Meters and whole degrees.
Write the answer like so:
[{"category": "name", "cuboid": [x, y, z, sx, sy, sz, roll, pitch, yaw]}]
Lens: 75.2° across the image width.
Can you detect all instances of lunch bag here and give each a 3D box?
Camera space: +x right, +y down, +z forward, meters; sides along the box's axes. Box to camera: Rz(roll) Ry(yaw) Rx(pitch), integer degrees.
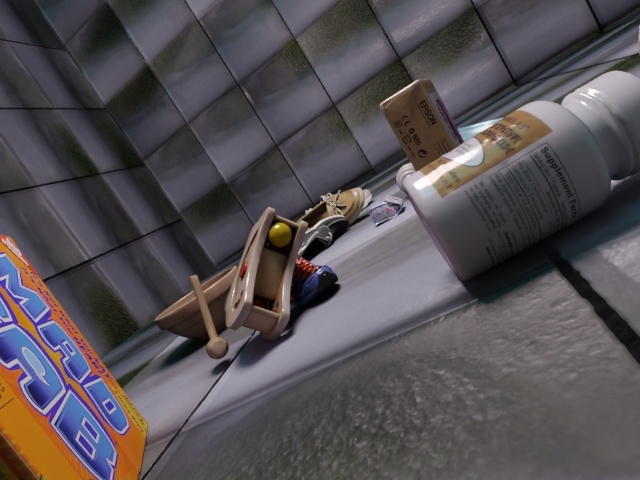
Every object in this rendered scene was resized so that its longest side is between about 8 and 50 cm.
[{"category": "lunch bag", "cuboid": [0.168, -0.083, 1.046, 0.083, 0.053, 0.071, -20, 13, 19]}]

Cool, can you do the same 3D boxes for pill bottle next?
[{"category": "pill bottle", "cuboid": [0.216, -0.067, 0.436, 0.229, 0.131, 0.131, -31, 8, 10]}]

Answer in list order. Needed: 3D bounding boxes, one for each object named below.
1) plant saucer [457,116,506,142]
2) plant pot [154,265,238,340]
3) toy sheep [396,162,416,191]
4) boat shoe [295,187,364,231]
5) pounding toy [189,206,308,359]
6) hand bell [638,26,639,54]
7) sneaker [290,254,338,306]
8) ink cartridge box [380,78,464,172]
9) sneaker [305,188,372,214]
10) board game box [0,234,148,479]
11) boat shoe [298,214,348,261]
[{"category": "plant saucer", "cuboid": [0.374, -0.250, 1.038, 0.317, 0.044, 0.318, -17, 15, 4]}, {"category": "plant pot", "cuboid": [-0.283, 0.172, 1.046, 0.237, 0.110, 0.237, -32, 8, 5]}, {"category": "toy sheep", "cuboid": [0.251, -0.169, 1.136, 0.091, 0.091, 0.132, -30, 13, 20]}, {"category": "boat shoe", "cuboid": [0.026, -0.080, 1.329, 0.089, 0.105, 0.285, 13, -36, -37]}, {"category": "pounding toy", "cuboid": [-0.130, 0.070, 0.693, 0.154, 0.154, 0.270, -15, 55, 67]}, {"category": "hand bell", "cuboid": [0.643, -0.335, 0.618, 0.126, 0.126, 0.242, -36, 21, -25]}, {"category": "sneaker", "cuboid": [-0.042, 0.069, 0.796, 0.083, 0.087, 0.221, -37, 8, -24]}, {"category": "ink cartridge box", "cuboid": [0.226, -0.196, 0.826, 0.088, 0.235, 0.193, -28, 9, 28]}, {"category": "sneaker", "cuboid": [0.065, -0.127, 1.489, 0.262, 0.121, 0.099, -35, 8, -14]}, {"category": "board game box", "cuboid": [-0.443, 0.225, 0.414, 0.356, 0.357, 0.356, -35, 8, -19]}, {"category": "boat shoe", "cuboid": [0.000, 0.000, 1.200, 0.233, 0.084, 0.079, -29, 43, -30]}]
